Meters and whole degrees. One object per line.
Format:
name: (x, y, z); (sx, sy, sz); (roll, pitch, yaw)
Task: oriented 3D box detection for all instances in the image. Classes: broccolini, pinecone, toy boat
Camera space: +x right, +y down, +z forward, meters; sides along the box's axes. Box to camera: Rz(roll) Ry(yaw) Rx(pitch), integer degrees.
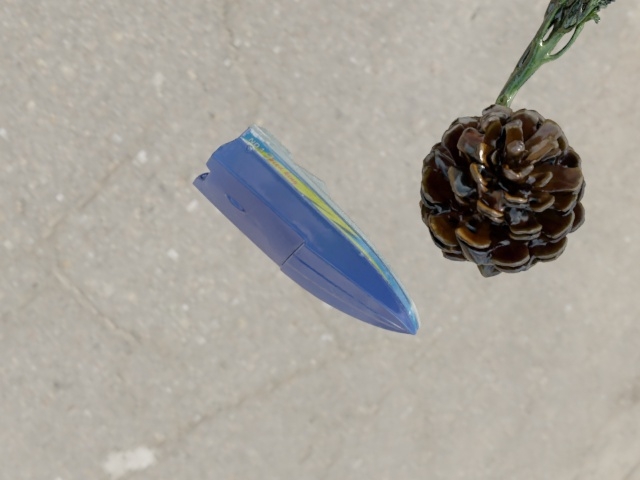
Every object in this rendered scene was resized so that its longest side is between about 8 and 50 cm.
broccolini: (0.267, -0.226, 1.656); (0.058, 0.074, 0.201); (24, 108, -16)
pinecone: (0.168, -0.050, 1.317); (0.173, 0.173, 0.174); (-24, 135, -27)
toy boat: (0.000, 0.000, 1.589); (0.088, 0.295, 0.129); (-47, 180, -28)
